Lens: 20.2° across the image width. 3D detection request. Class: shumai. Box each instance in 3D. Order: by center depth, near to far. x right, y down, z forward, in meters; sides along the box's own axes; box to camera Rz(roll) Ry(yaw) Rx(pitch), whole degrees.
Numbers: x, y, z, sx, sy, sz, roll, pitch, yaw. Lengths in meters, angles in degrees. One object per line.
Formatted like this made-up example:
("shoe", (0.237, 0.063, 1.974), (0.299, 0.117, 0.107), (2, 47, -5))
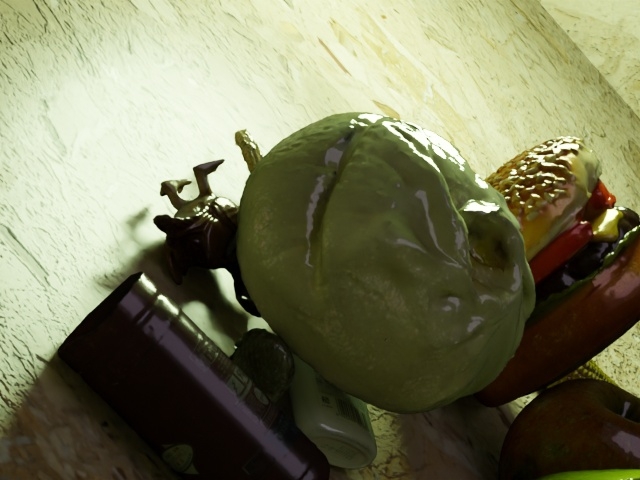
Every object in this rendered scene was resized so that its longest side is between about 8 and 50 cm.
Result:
("shumai", (-0.055, 0.130, 1.899), (0.080, 0.082, 0.083), (-20, 95, -65))

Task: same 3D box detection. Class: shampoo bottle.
("shampoo bottle", (0.003, 0.151, 1.986), (0.108, 0.051, 0.221), (27, 32, -33))

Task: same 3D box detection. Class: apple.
("apple", (0.333, 0.290, 2.185), (0.237, 0.207, 0.237), (27, 17, -9))

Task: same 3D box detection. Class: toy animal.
("toy animal", (-0.121, 0.008, 1.958), (0.179, 0.089, 0.188), (66, 23, 6))

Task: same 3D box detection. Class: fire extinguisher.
("fire extinguisher", (-0.092, 0.186, 1.692), (0.337, 0.114, 0.135), (46, 4, -8))

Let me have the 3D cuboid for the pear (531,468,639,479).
("pear", (0.303, 0.375, 2.004), (0.292, 0.292, 0.159), (48, -10, -2))

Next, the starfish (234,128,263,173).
("starfish", (-0.003, 0.003, 2.178), (0.299, 0.060, 0.302), (42, 19, -29))

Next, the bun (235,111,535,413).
("bun", (0.089, 0.010, 1.962), (0.365, 0.219, 0.365), (28, 44, -31))

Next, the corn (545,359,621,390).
("corn", (0.387, 0.229, 2.488), (0.231, 0.080, 0.080), (45, 25, -16))

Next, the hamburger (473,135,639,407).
("hamburger", (0.262, 0.036, 2.263), (0.250, 0.330, 0.330), (55, 24, -1))
